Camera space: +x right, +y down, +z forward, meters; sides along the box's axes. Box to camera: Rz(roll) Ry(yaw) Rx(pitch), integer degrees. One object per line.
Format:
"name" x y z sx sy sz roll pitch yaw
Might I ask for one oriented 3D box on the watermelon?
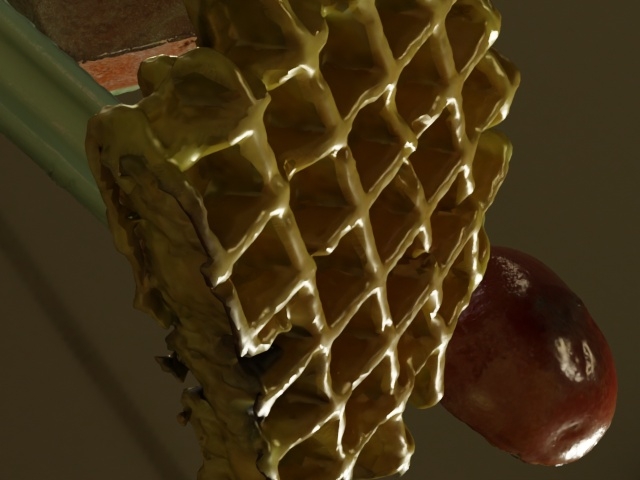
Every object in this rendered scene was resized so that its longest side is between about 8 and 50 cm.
"watermelon" -0.156 -0.196 1.492 0.231 0.128 0.146 -14 -98 -3

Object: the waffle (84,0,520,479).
"waffle" 0.001 0.000 0.847 0.065 0.309 0.283 21 -81 32

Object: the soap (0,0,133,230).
"soap" -0.174 -0.087 1.236 0.198 0.119 0.066 42 -93 -8

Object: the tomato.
"tomato" 0.134 0.064 1.240 0.069 0.155 0.156 -46 -119 36
